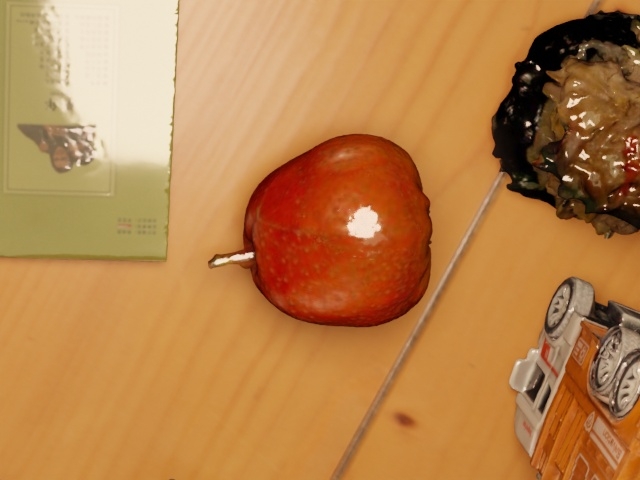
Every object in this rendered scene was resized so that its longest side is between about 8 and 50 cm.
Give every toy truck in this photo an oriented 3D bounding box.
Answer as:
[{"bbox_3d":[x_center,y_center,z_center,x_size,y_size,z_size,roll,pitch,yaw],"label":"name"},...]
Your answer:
[{"bbox_3d":[0.303,0.187,1.744,0.173,0.387,0.207,22,100,-10],"label":"toy truck"}]

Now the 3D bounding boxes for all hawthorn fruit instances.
[{"bbox_3d":[0.000,0.000,1.766,0.226,0.196,0.196,-13,99,1],"label":"hawthorn fruit"}]

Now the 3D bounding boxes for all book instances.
[{"bbox_3d":[-0.262,-0.156,1.777,0.239,0.035,0.352,2,97,-8],"label":"book"}]

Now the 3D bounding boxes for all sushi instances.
[{"bbox_3d":[0.303,-0.109,1.785,0.238,0.219,0.225,-6,102,-8],"label":"sushi"}]

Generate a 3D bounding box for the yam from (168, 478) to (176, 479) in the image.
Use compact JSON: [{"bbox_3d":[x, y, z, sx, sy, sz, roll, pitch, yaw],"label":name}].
[{"bbox_3d":[-0.112,0.317,1.827,0.194,0.107,0.107,29,92,-11],"label":"yam"}]
